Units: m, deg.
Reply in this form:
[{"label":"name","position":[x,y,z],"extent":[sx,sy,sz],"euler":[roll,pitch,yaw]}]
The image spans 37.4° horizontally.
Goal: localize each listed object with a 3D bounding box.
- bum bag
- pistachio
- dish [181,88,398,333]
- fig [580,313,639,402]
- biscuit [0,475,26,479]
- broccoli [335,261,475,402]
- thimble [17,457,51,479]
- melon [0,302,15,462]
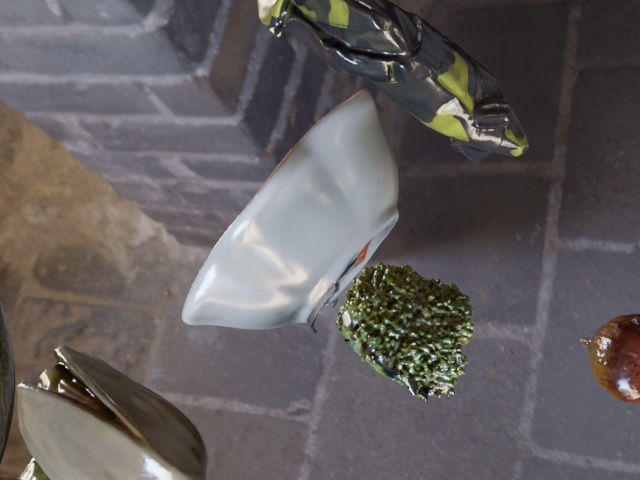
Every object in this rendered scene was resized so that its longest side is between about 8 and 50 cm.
[{"label":"bum bag","position":[0.062,-0.110,0.621],"extent":[0.060,0.232,0.106],"euler":[-58,41,10]},{"label":"pistachio","position":[-0.271,0.252,1.209],"extent":[0.288,0.197,0.166],"euler":[32,64,15]},{"label":"dish","position":[0.000,0.000,0.699],"extent":[0.081,0.229,0.229],"euler":[39,86,8]},{"label":"fig","position":[0.420,0.158,1.283],"extent":[0.119,0.153,0.119],"euler":[0,88,7]},{"label":"biscuit","position":[-0.563,0.481,1.346],"extent":[0.455,0.078,0.350],"euler":[-5,43,-8]},{"label":"broccoli","position":[0.141,0.123,1.544],"extent":[0.180,0.242,0.273],"euler":[-51,25,5]},{"label":"thimble","position":[-0.493,0.533,1.874],"extent":[0.254,0.288,0.167],"euler":[36,99,6]},{"label":"melon","position":[-0.336,0.089,0.653],"extent":[0.237,0.237,0.302],"euler":[14,118,28]}]
